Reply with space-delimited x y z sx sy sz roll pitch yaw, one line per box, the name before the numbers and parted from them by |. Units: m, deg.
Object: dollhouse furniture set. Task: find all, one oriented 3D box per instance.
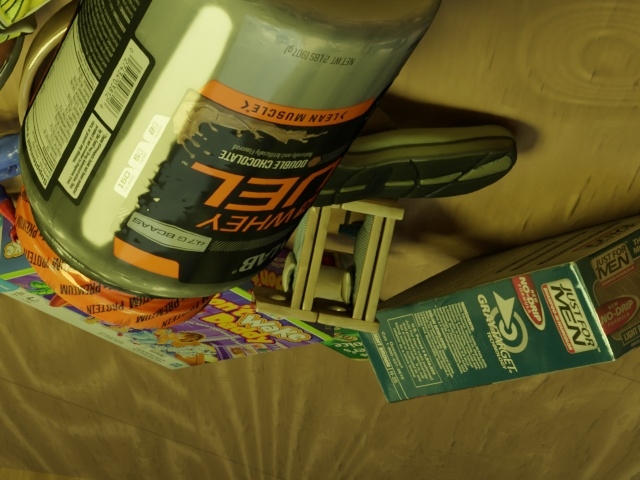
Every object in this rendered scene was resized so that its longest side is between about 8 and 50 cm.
dollhouse furniture set | 0.000 0.000 1.995 0.129 0.129 0.184 11 -168 -6

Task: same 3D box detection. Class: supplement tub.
supplement tub | -0.076 -0.103 1.328 0.207 0.207 0.338 15 135 -20

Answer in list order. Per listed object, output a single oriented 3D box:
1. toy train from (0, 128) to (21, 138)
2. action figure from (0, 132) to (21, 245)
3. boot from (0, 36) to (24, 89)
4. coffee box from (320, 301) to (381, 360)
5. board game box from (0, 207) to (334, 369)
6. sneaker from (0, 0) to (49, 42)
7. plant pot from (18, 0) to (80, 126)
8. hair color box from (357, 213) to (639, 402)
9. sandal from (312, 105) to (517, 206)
toy train | -0.363 -0.099 1.922 0.125 0.046 0.166 0 164 -37
action figure | -0.289 -0.041 1.829 0.280 0.139 0.091 -15 166 36
boot | -0.411 -0.178 1.576 0.264 0.096 0.280 -7 160 39
coffee box | 0.038 0.101 2.363 0.113 0.040 0.184 -5 158 35
board game box | -0.173 0.042 2.166 0.233 0.078 0.347 -13 154 31
sneaker | -0.245 -0.226 1.357 0.147 0.145 0.384 2 173 -15
plant pot | -0.111 -0.132 1.528 0.237 0.110 0.237 0 137 0
hair color box | 0.209 0.067 1.956 0.174 0.105 0.347 -26 -175 -36
sandal | 0.025 -0.088 1.733 0.302 0.086 0.120 -1 160 -20
